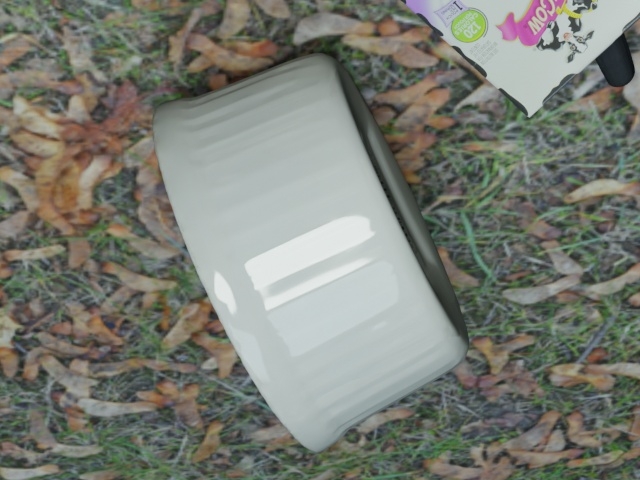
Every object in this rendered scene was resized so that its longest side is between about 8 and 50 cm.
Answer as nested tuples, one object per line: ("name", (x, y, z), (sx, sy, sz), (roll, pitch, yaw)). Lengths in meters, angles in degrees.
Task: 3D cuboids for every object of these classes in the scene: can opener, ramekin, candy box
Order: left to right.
("ramekin", (0.000, 0.000, 1.432), (0.135, 0.277, 0.277), (-24, 135, 7))
("candy box", (0.129, -0.207, 1.311), (0.196, 0.070, 0.165), (42, 122, -9))
("can opener", (0.194, -0.175, 1.420), (0.073, 0.059, 0.186), (-17, 136, 10))
